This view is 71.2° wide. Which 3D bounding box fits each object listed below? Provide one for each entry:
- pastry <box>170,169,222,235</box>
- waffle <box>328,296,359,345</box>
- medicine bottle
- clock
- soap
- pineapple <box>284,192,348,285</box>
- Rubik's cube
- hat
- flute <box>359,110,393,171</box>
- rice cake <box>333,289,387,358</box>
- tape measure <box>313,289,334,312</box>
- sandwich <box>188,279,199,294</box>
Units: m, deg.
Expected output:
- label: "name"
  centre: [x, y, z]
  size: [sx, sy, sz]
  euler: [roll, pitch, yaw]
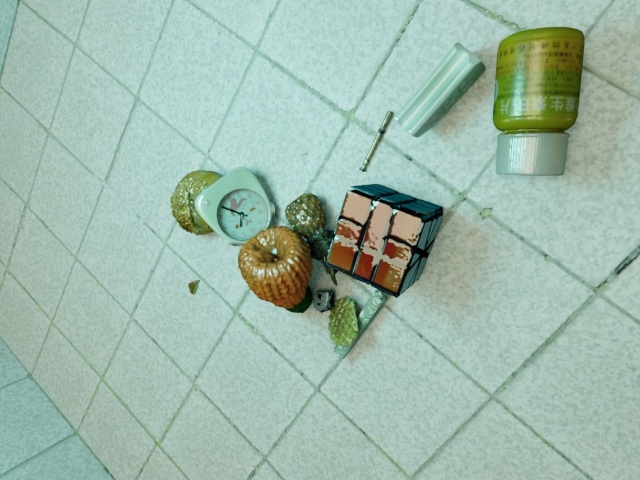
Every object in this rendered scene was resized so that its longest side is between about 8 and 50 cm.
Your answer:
- label: "pastry"
  centre: [-0.522, -0.161, 1.925]
  size: [0.315, 0.184, 0.285]
  euler: [0, 97, 27]
- label: "waffle"
  centre: [0.084, 0.314, 1.732]
  size: [0.169, 0.036, 0.184]
  euler: [-32, 54, 45]
- label: "medicine bottle"
  centre: [0.614, -0.383, 1.285]
  size: [0.224, 0.224, 0.385]
  euler: [5, 102, 26]
- label: "clock"
  centre: [-0.326, -0.109, 1.807]
  size: [0.265, 0.108, 0.324]
  euler: [-38, 107, -13]
- label: "soap"
  centre: [0.379, -0.465, 1.418]
  size: [0.095, 0.172, 0.289]
  euler: [47, 115, 12]
- label: "pineapple"
  centre: [-0.003, 0.001, 1.707]
  size: [0.165, 0.165, 0.365]
  euler: [-31, 86, 28]
- label: "Rubik's cube"
  centre: [0.223, -0.014, 1.514]
  size: [0.283, 0.288, 0.294]
  euler: [26, 111, 22]
- label: "hat"
  centre: [-0.151, 0.161, 1.676]
  size: [0.285, 0.285, 0.400]
  euler: [14, 134, 24]
- label: "flute"
  centre: [0.201, -0.356, 1.612]
  size: [0.027, 0.027, 0.233]
  euler: [33, 111, 19]
- label: "rice cake"
  centre: [0.157, 0.319, 1.725]
  size: [0.063, 0.066, 0.336]
  euler: [38, 112, 13]
- label: "tape measure"
  centre: [0.014, 0.242, 1.781]
  size: [0.094, 0.054, 0.091]
  euler: [-13, 73, 46]
- label: "sandwich"
  centre: [-0.605, 0.213, 2.117]
  size: [0.044, 0.031, 0.083]
  euler: [26, 107, 17]
